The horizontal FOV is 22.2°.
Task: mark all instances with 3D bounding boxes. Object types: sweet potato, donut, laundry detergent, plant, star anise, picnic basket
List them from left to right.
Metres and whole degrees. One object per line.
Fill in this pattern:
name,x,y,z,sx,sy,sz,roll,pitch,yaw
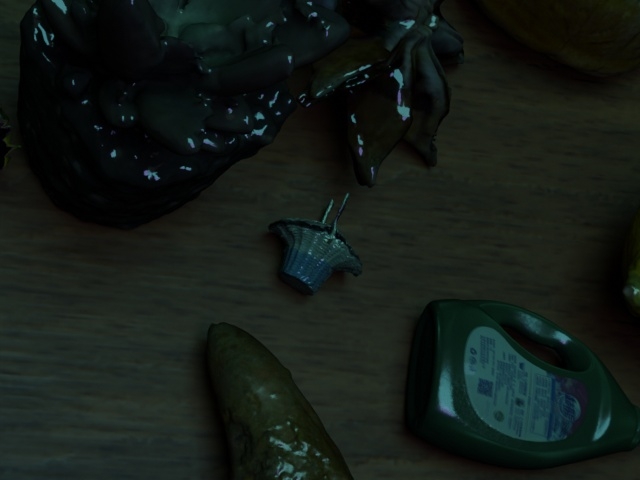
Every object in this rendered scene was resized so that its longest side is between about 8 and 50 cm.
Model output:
plant,-0.113,-0.136,1.150,0.182,0.321,0.194,-30,85,-30
picnic basket,0.000,0.000,1.290,0.083,0.065,0.083,30,78,-3
sweet potato,0.002,0.210,1.193,0.341,0.092,0.114,51,35,3
star anise,0.055,-0.185,1.313,0.088,0.288,0.288,7,59,26
laundry detergent,0.176,0.122,1.313,0.211,0.063,0.137,14,58,-17
donut,0.265,-0.305,1.473,0.299,0.150,0.317,13,65,-20

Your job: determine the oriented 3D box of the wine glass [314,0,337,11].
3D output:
wine glass,-0.028,-0.260,1.354,0.111,0.111,0.204,13,68,-17

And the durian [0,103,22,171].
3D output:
durian,-0.325,-0.067,1.181,0.187,0.119,0.108,-7,34,-36

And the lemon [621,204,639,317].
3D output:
lemon,0.354,0.014,1.358,0.257,0.188,0.188,-13,75,-32
